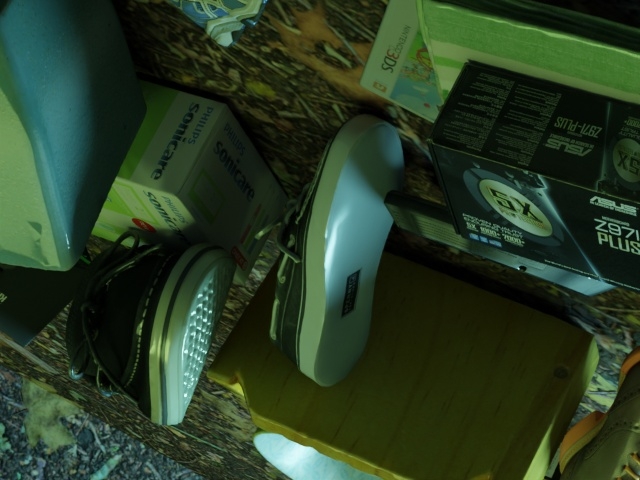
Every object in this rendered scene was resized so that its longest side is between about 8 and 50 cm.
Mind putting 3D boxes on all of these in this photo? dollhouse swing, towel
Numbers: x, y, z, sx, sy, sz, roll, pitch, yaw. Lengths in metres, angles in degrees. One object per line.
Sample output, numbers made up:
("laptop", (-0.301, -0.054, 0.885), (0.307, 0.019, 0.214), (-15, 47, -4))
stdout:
("dollhouse swing", (0.100, 0.184, 1.862), (0.347, 0.315, 0.305), (21, 148, 17))
("towel", (0.207, -0.082, 1.316), (0.248, 0.038, 0.325), (19, 158, 22))

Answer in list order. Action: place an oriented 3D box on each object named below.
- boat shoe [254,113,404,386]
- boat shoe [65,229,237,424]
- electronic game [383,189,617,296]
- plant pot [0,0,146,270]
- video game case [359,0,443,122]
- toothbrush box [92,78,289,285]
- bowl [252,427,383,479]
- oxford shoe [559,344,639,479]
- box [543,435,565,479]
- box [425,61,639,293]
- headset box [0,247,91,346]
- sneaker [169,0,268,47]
("boat shoe", (0.003, -0.001, 1.638), (0.105, 0.113, 0.306), (34, 138, 30))
("boat shoe", (-0.192, 0.092, 1.788), (0.156, 0.186, 0.500), (21, 170, -6))
("electronic game", (0.167, -0.001, 1.545), (0.229, 0.048, 0.229), (20, -179, -1))
("plant pot", (-0.325, -0.159, 1.559), (0.247, 0.248, 0.252), (7, 135, 11))
("video game case", (0.142, -0.125, 1.380), (0.212, 0.023, 0.193), (27, 161, 2))
("toothbrush box", (-0.206, -0.082, 1.809), (0.283, 0.122, 0.206), (17, 159, 26))
("bowl", (0.070, 0.265, 2.258), (0.289, 0.156, 0.289), (25, 161, 10))
("oxford shoe", (0.345, 0.213, 1.714), (0.130, 0.132, 0.363), (19, 144, -3))
("box", (0.376, 0.365, 2.224), (0.257, 0.079, 0.322), (19, 159, 19))
("box", (0.186, -0.044, 1.267), (0.180, 0.077, 0.147), (18, 157, 23))
("headset box", (-0.414, -0.038, 1.988), (0.246, 0.131, 0.283), (42, -171, -31))
("sneaker", (-0.078, -0.217, 1.359), (0.081, 0.080, 0.211), (29, 160, -11))
